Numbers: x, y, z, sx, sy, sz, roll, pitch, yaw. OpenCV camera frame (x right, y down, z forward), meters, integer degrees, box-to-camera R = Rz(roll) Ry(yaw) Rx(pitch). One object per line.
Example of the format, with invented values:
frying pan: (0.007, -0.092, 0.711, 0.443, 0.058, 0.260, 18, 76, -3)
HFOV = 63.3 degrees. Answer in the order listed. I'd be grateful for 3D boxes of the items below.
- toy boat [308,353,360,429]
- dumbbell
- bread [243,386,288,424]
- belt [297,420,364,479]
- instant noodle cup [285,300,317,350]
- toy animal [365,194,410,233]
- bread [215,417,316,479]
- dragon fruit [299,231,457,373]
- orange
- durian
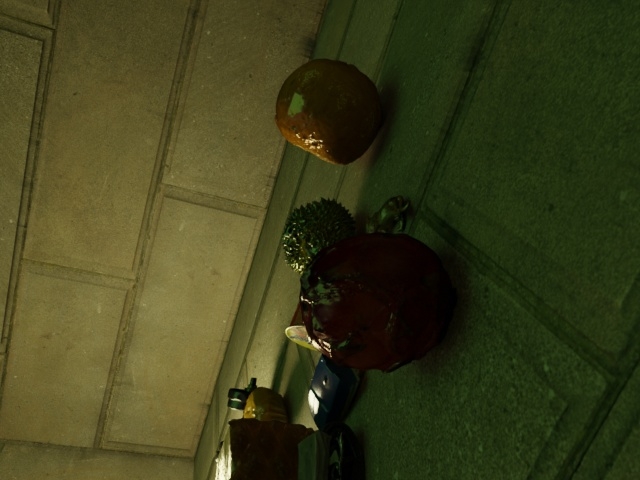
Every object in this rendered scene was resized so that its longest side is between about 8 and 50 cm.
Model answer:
toy boat: (0.025, 0.418, 1.396, 0.129, 0.088, 0.295, 48, 138, 36)
dumbbell: (-0.303, 0.745, 2.072, 0.185, 0.185, 0.388, 150, 131, -69)
bread: (-0.201, 0.652, 1.879, 0.240, 0.139, 0.240, -167, 90, -74)
belt: (0.026, 0.542, 1.199, 0.126, 0.140, 0.230, 122, 158, -50)
instant noodle cup: (0.027, 0.192, 1.399, 0.213, 0.213, 0.174, 134, 155, -60)
toy animal: (0.170, -0.057, 1.341, 0.241, 0.057, 0.099, 129, 151, -57)
bread: (-0.133, 0.653, 1.405, 0.279, 0.279, 0.207, -115, 40, -61)
dragon fruit: (0.107, 0.125, 1.042, 0.295, 0.302, 0.295, 171, 90, -74)
orange: (0.029, -0.406, 1.621, 0.293, 0.340, 0.340, -63, 18, 6)
durian: (-0.003, -0.002, 1.579, 0.291, 0.225, 0.291, -47, 35, 49)
